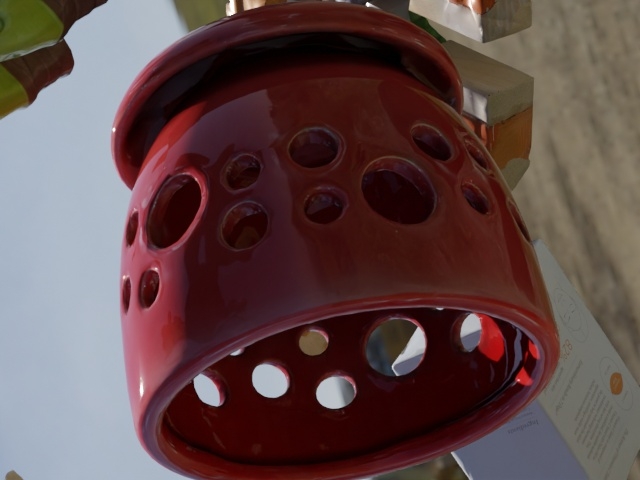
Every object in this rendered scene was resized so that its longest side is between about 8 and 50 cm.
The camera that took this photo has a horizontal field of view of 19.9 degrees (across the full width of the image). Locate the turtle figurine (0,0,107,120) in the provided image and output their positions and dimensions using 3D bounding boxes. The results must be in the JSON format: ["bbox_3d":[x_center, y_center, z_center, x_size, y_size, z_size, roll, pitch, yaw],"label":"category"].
[{"bbox_3d":[-0.173,-0.040,0.705,0.087,0.217,0.269,35,151,12],"label":"turtle figurine"}]

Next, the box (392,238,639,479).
[{"bbox_3d":[0.152,0.110,1.337,0.170,0.091,0.130,56,-144,-13],"label":"box"}]

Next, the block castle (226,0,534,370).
[{"bbox_3d":[-0.001,-0.144,1.537,0.213,0.303,0.453,32,138,42],"label":"block castle"}]

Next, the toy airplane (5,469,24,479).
[{"bbox_3d":[-0.345,0.343,1.584,0.386,0.384,0.272,-6,101,70],"label":"toy airplane"}]

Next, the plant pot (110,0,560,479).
[{"bbox_3d":[0.000,0.000,0.833,0.191,0.191,0.174,70,-172,-59],"label":"plant pot"}]
